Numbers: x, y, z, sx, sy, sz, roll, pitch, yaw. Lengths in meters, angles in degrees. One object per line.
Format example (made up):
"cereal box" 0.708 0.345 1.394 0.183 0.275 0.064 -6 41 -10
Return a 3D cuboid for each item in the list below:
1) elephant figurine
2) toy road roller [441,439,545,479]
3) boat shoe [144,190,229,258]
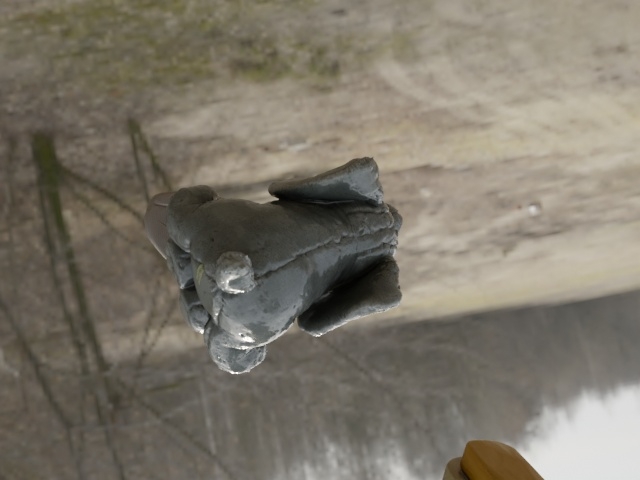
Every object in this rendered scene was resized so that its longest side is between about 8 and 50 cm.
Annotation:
"elephant figurine" 0.000 0.000 1.090 0.239 0.186 0.169 -17 132 -19
"toy road roller" 0.305 0.420 1.689 0.240 0.203 0.329 7 -163 -25
"boat shoe" -0.088 0.019 1.766 0.324 0.123 0.116 23 -177 -10
